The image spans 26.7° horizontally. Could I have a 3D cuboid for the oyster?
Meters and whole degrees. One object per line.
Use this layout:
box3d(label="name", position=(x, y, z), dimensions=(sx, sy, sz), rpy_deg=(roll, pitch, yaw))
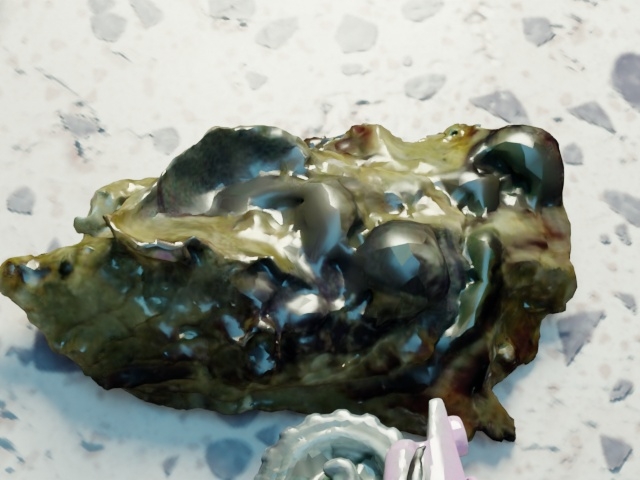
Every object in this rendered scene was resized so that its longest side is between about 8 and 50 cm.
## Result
box3d(label="oyster", position=(-0.011, -0.004, 0.842), dimensions=(0.361, 0.096, 0.221), rpy_deg=(8, 60, -7))

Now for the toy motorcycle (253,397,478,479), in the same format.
box3d(label="toy motorcycle", position=(0.076, 0.236, 0.724), dimensions=(0.188, 0.143, 0.327), rpy_deg=(-10, 59, -5))
